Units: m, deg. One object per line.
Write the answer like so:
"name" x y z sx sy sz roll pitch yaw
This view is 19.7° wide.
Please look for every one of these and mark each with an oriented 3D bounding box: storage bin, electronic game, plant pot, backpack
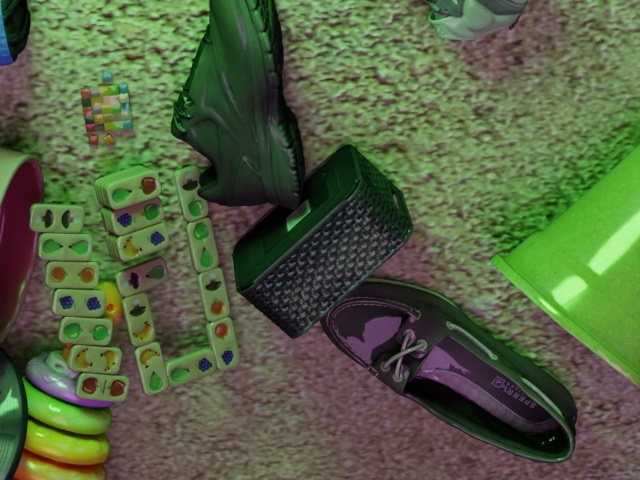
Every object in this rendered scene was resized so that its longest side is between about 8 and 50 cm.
"storage bin" 0.000 0.000 1.942 0.180 0.122 0.084 -43 113 15
"electronic game" -0.404 0.208 1.961 0.229 0.229 0.048 -40 145 13
"plant pot" 0.364 0.012 1.926 0.276 0.276 0.254 37 97 -21
"backpack" -0.334 -0.217 1.803 0.101 0.120 0.098 -11 117 0
"plant pot" -0.395 -0.006 1.874 0.180 0.201 0.201 11 116 6

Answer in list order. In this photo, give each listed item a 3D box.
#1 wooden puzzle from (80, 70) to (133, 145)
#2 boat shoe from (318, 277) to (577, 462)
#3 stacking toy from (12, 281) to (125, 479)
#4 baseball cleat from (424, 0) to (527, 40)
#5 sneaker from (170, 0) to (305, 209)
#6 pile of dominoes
"wooden puzzle" -0.222 -0.137 1.917 0.049 0.006 0.083 -7 117 -2
"boat shoe" 0.150 0.145 2.043 0.335 0.095 0.112 28 110 -18
"stacking toy" -0.282 0.183 2.002 0.175 0.166 0.301 17 99 -25
"baseball cleat" 0.111 -0.260 1.855 0.206 0.072 0.109 18 120 -10
"sneaker" -0.095 -0.155 1.871 0.130 0.109 0.286 -6 114 6
"pile of dominoes" -0.187 0.051 1.937 0.196 0.040 0.251 -20 110 -24
